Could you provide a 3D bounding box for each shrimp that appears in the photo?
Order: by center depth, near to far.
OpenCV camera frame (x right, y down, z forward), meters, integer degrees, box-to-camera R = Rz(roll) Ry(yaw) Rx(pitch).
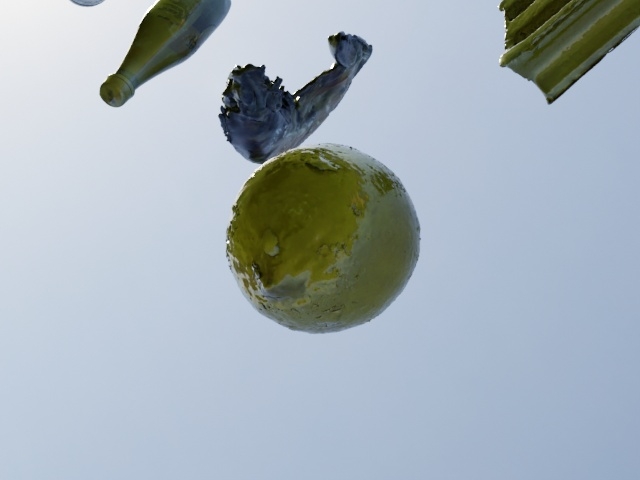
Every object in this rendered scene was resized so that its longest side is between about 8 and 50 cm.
[{"bbox_3d":[-0.031,-0.200,1.861,0.233,0.071,0.365,-42,167,-1],"label":"shrimp"}]

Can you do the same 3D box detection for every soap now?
[{"bbox_3d":[0.283,-0.256,1.440,0.233,0.076,0.135,-39,-154,32],"label":"soap"}]

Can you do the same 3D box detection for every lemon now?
[{"bbox_3d":[0.000,0.000,1.301,0.173,0.173,0.206,-34,177,29],"label":"lemon"}]

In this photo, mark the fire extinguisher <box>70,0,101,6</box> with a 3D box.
[{"bbox_3d":[-0.295,-0.359,1.811,0.075,0.106,0.252,-54,-168,-9],"label":"fire extinguisher"}]

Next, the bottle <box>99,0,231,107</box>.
[{"bbox_3d":[-0.203,-0.256,1.855,0.083,0.083,0.269,-21,-154,43],"label":"bottle"}]
